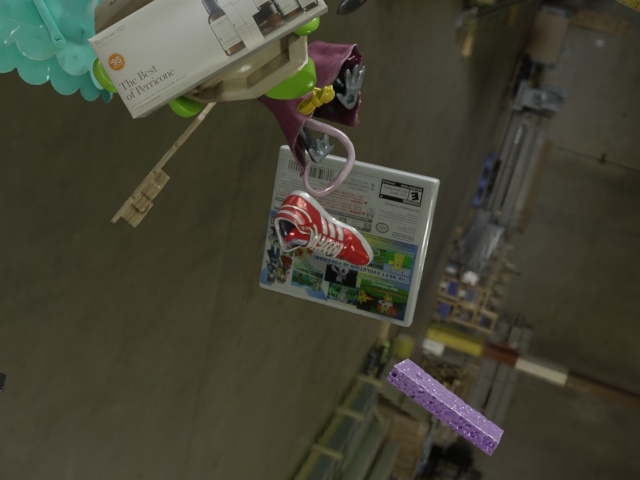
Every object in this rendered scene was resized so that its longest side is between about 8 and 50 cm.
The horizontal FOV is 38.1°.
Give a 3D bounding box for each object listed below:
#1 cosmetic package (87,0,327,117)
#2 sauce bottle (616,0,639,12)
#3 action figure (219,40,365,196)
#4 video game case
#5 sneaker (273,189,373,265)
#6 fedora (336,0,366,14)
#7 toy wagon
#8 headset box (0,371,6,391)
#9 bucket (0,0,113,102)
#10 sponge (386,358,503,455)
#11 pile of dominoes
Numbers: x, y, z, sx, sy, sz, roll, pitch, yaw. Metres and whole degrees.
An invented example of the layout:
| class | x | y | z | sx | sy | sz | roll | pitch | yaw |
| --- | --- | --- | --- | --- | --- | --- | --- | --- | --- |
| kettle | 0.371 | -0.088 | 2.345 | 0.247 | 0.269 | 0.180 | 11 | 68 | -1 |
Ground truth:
| class | x | y | z | sx | sy | sz | roll | pitch | yaw |
| --- | --- | --- | --- | --- | --- | --- | --- | --- | --- |
| cosmetic package | -0.119 | -0.231 | 0.993 | 0.239 | 0.099 | 0.060 | -29 | -174 | 6 |
| sauce bottle | 0.294 | -0.336 | 1.007 | 0.111 | 0.344 | 0.111 | -61 | 173 | -13 |
| action figure | -0.079 | -0.298 | 1.668 | 0.248 | 0.370 | 0.276 | -45 | 145 | -19 |
| video game case | 0.051 | -0.011 | 1.843 | 0.036 | 0.329 | 0.300 | -29 | 131 | -67 |
| sneaker | 0.000 | 0.000 | 1.020 | 0.042 | 0.118 | 0.067 | -53 | 180 | 40 |
| fedora | 0.080 | -0.586 | 1.700 | 0.334 | 0.152 | 0.334 | -53 | -165 | 20 |
| toy wagon | -0.125 | -0.254 | 1.237 | 0.344 | 0.267 | 0.068 | 15 | 59 | -42 |
| headset box | -0.552 | 0.225 | 1.487 | 0.062 | 0.083 | 0.032 | 44 | 36 | -45 |
| bucket | -0.433 | -0.350 | 1.468 | 0.281 | 0.281 | 0.183 | 35 | 72 | -76 |
| sponge | 0.212 | 0.277 | 1.557 | 0.031 | 0.210 | 0.117 | -57 | 165 | 8 |
| pile of dominoes | -0.231 | -0.127 | 1.481 | 0.251 | 0.040 | 0.196 | -44 | -168 | 25 |
